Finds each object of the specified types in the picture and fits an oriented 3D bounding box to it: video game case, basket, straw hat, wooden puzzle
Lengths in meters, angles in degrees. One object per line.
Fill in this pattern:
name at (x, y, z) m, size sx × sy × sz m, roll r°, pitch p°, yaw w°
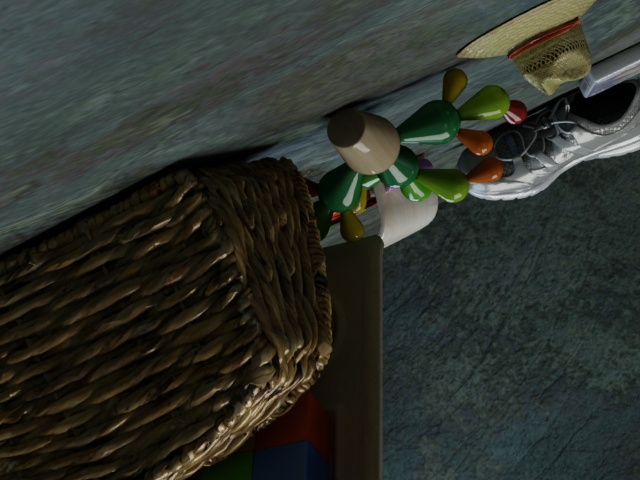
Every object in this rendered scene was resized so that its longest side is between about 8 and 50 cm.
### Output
video game case at (0.410, -0.231, 2.357) m, size 0.201 × 0.023 × 0.183 m, roll -25°, pitch 177°, yaw 3°
basket at (-0.135, 0.084, 1.555) m, size 0.299 × 0.213 × 0.223 m, roll -26°, pitch 176°, yaw 20°
straw hat at (0.184, -0.150, 1.561) m, size 0.144 × 0.061 × 0.144 m, roll -25°, pitch 177°, yaw -1°
wooden puzzle at (-0.106, 0.145, 1.629) m, size 0.322 × 0.348 × 0.080 m, roll -14°, pitch 136°, yaw 20°

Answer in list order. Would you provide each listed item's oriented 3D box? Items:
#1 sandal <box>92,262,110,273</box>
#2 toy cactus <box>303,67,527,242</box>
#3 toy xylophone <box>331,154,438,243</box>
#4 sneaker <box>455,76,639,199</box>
sandal at (-0.186, 0.054, 1.939) m, size 0.265 × 0.076 × 0.102 m, roll -27°, pitch 177°, yaw 22°
toy cactus at (0.056, -0.079, 1.640) m, size 0.219 × 0.112 × 0.180 m, roll -24°, pitch 159°, yaw 17°
toy xylophone at (0.000, 0.000, 2.451) m, size 0.323 × 0.081 × 0.236 m, roll -27°, pitch 176°, yaw 32°
sneaker at (0.304, -0.147, 2.555) m, size 0.281 × 0.105 × 0.115 m, roll -23°, pitch 147°, yaw -5°
